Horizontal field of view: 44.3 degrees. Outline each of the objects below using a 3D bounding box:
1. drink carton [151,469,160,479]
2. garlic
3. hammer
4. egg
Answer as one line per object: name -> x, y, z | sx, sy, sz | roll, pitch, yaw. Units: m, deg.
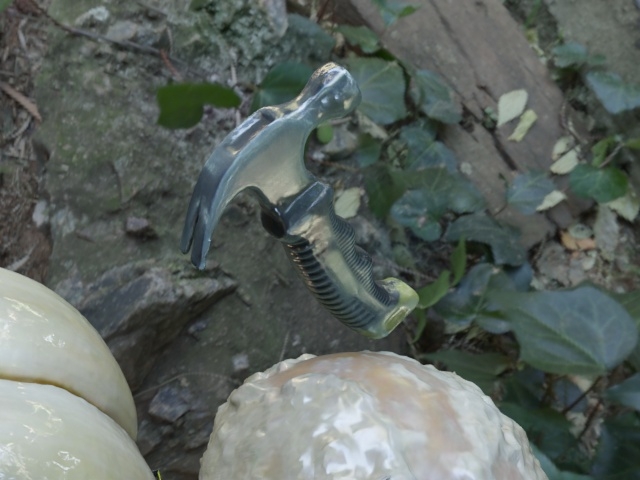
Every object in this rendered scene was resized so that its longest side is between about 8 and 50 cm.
drink carton -> -0.250, 0.419, 1.122 | 0.056, 0.071, 0.166 | 7, 66, -66
garlic -> -0.245, 0.162, 0.571 | 0.313, 0.286, 0.249 | 15, 100, -24
hammer -> 0.000, 0.000, 0.575 | 0.159, 0.226, 0.041 | -43, 43, -7
egg -> 0.043, 0.220, 0.587 | 0.279, 0.279, 0.310 | -28, 71, -34
